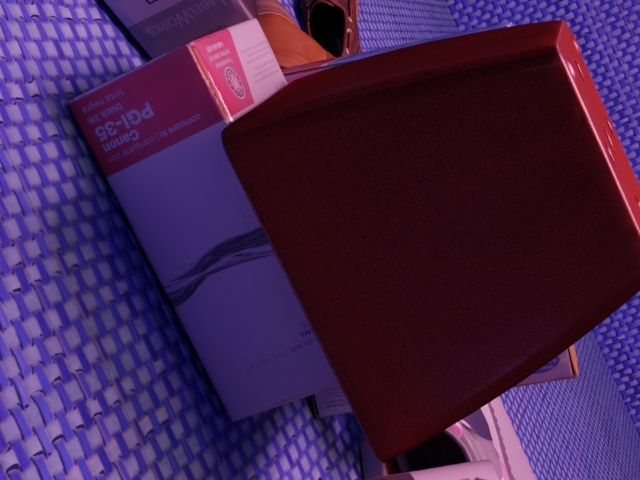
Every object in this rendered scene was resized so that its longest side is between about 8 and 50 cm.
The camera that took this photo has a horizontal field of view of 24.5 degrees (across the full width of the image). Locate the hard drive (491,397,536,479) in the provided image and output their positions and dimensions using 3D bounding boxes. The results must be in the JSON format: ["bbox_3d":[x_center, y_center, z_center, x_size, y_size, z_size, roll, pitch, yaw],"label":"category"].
[{"bbox_3d":[0.251,0.366,1.808,0.353,0.047,0.233,66,15,-3],"label":"hard drive"}]

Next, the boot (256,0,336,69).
[{"bbox_3d":[0.020,-0.134,1.578,0.283,0.109,0.220,44,16,-32],"label":"boot"}]

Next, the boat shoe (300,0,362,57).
[{"bbox_3d":[0.012,-0.293,1.927,0.073,0.073,0.207,46,25,-56],"label":"boat shoe"}]

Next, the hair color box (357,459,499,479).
[{"bbox_3d":[0.062,0.279,1.127,0.374,0.114,0.185,13,55,-66],"label":"hair color box"}]

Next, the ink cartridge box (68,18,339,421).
[{"bbox_3d":[-0.062,-0.022,1.192,0.283,0.117,0.207,64,15,-7],"label":"ink cartridge box"}]

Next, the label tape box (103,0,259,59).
[{"bbox_3d":[-0.137,-0.288,1.348,0.347,0.115,0.249,49,23,-43],"label":"label tape box"}]

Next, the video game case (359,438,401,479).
[{"bbox_3d":[0.121,0.345,1.439,0.285,0.025,0.204,54,20,-40],"label":"video game case"}]

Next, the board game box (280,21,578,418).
[{"bbox_3d":[0.083,-0.016,1.313,0.064,0.242,0.316,-49,129,-75],"label":"board game box"}]

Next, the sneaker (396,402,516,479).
[{"bbox_3d":[0.150,0.282,1.422,0.319,0.112,0.131,61,31,-2],"label":"sneaker"}]

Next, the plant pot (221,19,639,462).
[{"bbox_3d":[0.113,-0.033,1.123,0.267,0.236,0.267,64,16,-8],"label":"plant pot"}]
